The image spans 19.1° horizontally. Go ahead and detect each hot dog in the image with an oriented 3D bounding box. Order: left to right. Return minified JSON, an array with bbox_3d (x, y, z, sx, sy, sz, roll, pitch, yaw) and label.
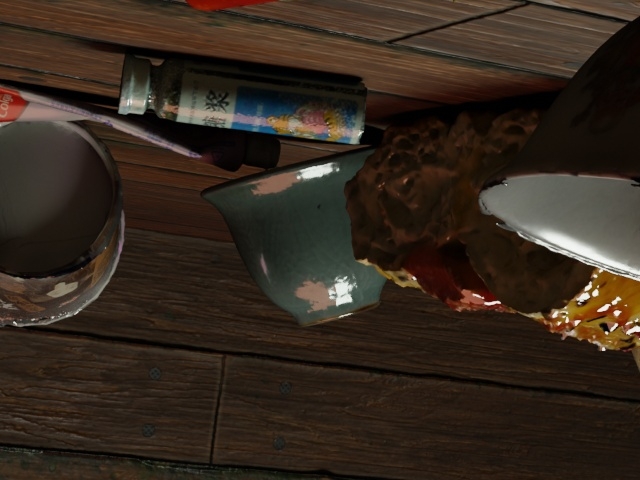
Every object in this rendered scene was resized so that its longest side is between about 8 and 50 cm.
[{"bbox_3d":[0.263,0.002,1.619,0.365,0.196,0.367,4,180,-27],"label":"hot dog"}]

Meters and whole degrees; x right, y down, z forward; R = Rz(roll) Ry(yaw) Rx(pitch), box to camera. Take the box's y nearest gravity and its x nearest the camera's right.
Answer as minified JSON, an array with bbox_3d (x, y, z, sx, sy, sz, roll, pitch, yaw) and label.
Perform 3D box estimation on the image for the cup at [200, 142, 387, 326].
[{"bbox_3d":[0.000,0.000,1.800,0.199,0.150,0.199,-15,-179,0],"label":"cup"}]

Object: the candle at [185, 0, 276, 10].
[{"bbox_3d":[-0.040,-0.146,0.985,0.052,0.052,0.130,10,177,-37],"label":"candle"}]

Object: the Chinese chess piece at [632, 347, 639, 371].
[{"bbox_3d":[0.427,0.067,1.818,0.270,0.112,0.270,-21,-154,11],"label":"Chinese chess piece"}]

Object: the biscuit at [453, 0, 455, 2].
[{"bbox_3d":[-0.061,-0.155,1.065,0.291,0.026,0.048,4,156,23],"label":"biscuit"}]

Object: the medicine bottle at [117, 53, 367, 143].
[{"bbox_3d":[-0.060,-0.110,1.477,0.191,0.051,0.051,7,176,-6],"label":"medicine bottle"}]

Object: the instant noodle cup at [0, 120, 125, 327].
[{"bbox_3d":[-0.298,-0.028,1.954,0.217,0.218,0.207,7,169,-11],"label":"instant noodle cup"}]

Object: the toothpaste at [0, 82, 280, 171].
[{"bbox_3d":[-0.182,-0.106,1.762,0.301,0.048,0.075,10,177,-16],"label":"toothpaste"}]

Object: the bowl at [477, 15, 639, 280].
[{"bbox_3d":[0.261,-0.053,0.943,0.345,0.157,0.345,15,174,2],"label":"bowl"}]
